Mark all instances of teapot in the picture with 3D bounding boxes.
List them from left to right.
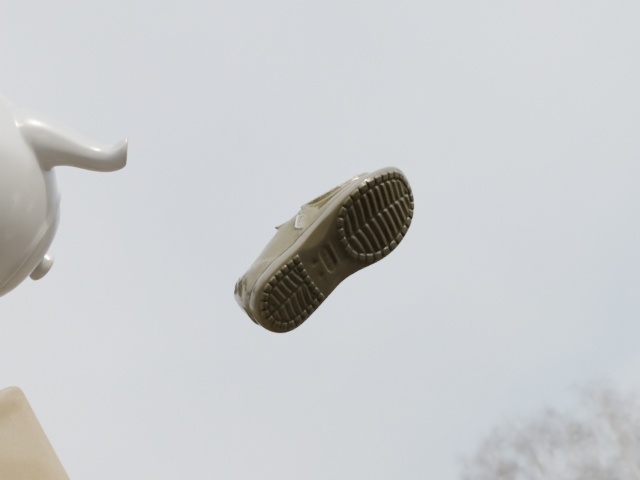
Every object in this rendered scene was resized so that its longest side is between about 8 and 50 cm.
[{"bbox_3d":[-0.350,-0.020,1.324,0.187,0.252,0.256,41,-28,-25],"label":"teapot"}]

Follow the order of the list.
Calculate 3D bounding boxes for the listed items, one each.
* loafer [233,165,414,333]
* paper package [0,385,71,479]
[{"bbox_3d":[0.000,0.000,0.823,0.148,0.050,0.056,-37,-60,-33],"label":"loafer"},{"bbox_3d":[-0.368,0.357,1.329,0.168,0.325,0.309,-27,1,34],"label":"paper package"}]
